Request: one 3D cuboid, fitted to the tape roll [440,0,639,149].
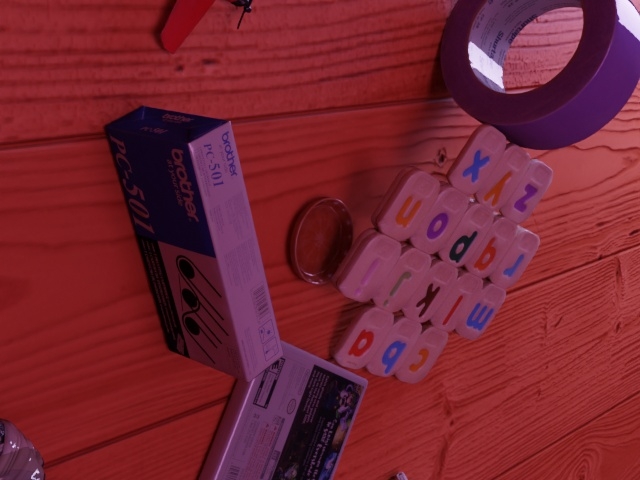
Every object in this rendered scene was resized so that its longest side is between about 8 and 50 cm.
[{"bbox_3d":[0.220,-0.192,1.060,0.080,0.189,0.189,22,84,-51],"label":"tape roll"}]

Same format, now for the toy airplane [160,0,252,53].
[{"bbox_3d":[-0.092,-0.224,0.810,0.151,0.028,0.151,-17,112,-47],"label":"toy airplane"}]

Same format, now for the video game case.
[{"bbox_3d":[-0.038,0.199,1.007,0.173,0.022,0.190,31,76,-49],"label":"video game case"}]

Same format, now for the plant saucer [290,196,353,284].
[{"bbox_3d":[0.000,0.000,0.997,0.083,0.013,0.084,-19,116,-46],"label":"plant saucer"}]

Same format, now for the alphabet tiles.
[{"bbox_3d":[0.128,0.020,1.094,0.284,0.021,0.278,22,102,-52],"label":"alphabet tiles"}]

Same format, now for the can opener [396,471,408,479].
[{"bbox_3d":[0.127,0.372,1.229,0.093,0.074,0.280,-29,128,0],"label":"can opener"}]

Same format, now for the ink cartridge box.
[{"bbox_3d":[-0.095,0.004,0.821,0.046,0.097,0.207,-35,126,-38],"label":"ink cartridge box"}]

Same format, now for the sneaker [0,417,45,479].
[{"bbox_3d":[-0.307,0.198,0.648,0.283,0.110,0.122,-52,124,-35],"label":"sneaker"}]
